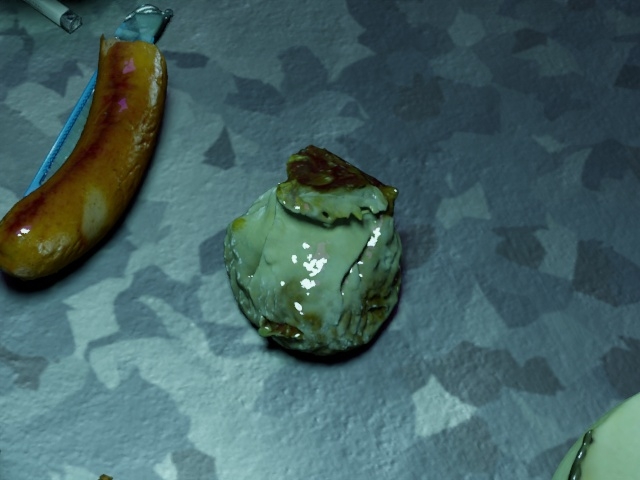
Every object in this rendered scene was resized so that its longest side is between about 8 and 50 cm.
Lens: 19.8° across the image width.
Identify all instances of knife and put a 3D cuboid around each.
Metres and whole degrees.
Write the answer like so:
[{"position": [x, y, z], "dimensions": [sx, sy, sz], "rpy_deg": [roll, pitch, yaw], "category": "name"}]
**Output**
[{"position": [-0.225, -0.142, 1.870], "dimensions": [0.044, 0.026, 0.297], "rpy_deg": [24, 55, 0], "category": "knife"}]

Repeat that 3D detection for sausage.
[{"position": [-0.221, -0.078, 1.784], "dimensions": [0.102, 0.076, 0.302], "rpy_deg": [31, 56, -12], "category": "sausage"}]

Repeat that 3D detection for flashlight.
[{"position": [-0.289, -0.250, 1.947], "dimensions": [0.083, 0.018, 0.018], "rpy_deg": [35, 58, 20], "category": "flashlight"}]

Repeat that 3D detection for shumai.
[{"position": [0.001, 0.005, 1.705], "dimensions": [0.184, 0.142, 0.184], "rpy_deg": [1, 51, -1], "category": "shumai"}]

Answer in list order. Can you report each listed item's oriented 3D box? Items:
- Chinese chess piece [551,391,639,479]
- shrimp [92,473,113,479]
[{"position": [0.351, 0.274, 1.527], "dimensions": [0.349, 0.146, 0.349], "rpy_deg": [2, 55, -2], "category": "Chinese chess piece"}, {"position": [-0.227, 0.278, 1.495], "dimensions": [0.152, 0.063, 0.287], "rpy_deg": [-6, 24, 6], "category": "shrimp"}]
